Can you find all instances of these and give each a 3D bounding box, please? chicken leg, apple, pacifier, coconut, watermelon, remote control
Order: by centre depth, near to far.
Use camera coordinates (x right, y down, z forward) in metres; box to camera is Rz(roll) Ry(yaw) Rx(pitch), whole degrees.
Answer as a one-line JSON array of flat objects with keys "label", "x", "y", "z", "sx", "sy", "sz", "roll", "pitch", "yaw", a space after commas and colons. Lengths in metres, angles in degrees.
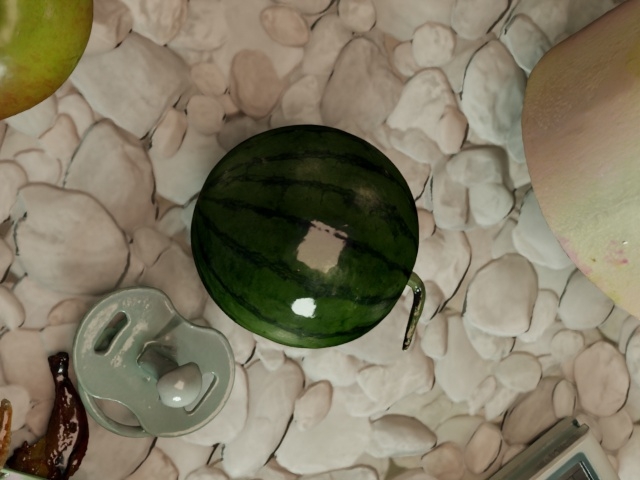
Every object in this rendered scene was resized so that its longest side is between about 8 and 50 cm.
[{"label": "apple", "x": -0.261, "y": -0.182, "z": 1.197, "sx": 0.196, "sy": 0.196, "sz": 0.196, "roll": -5, "pitch": 103, "yaw": -21}, {"label": "watermelon", "x": 0.000, "y": 0.000, "z": 1.328, "sx": 0.214, "sy": 0.188, "sz": 0.188, "roll": 18, "pitch": 94, "yaw": -13}, {"label": "pacifier", "x": -0.136, "y": 0.113, "z": 1.339, "sx": 0.127, "sy": 0.116, "sz": 0.150, "roll": -48, "pitch": 115, "yaw": -5}, {"label": "chicken leg", "x": -0.226, "y": 0.168, "z": 1.365, "sx": 0.062, "sy": 0.037, "sz": 0.145, "roll": 22, "pitch": 95, "yaw": -11}, {"label": "coconut", "x": 0.328, "y": -0.075, "z": 1.390, "sx": 0.297, "sy": 0.309, "sz": 0.297, "roll": 12, "pitch": 66, "yaw": -29}, {"label": "remote control", "x": 0.166, "y": 0.293, "z": 1.530, "sx": 0.277, "sy": 0.055, "sz": 0.103, "roll": -37, "pitch": 112, "yaw": -10}]

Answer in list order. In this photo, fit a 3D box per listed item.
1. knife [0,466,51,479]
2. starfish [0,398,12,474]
[{"label": "knife", "x": -0.211, "y": 0.221, "z": 1.360, "sx": 0.207, "sy": 0.014, "sz": 0.030, "roll": 26, "pitch": 97, "yaw": -41}, {"label": "starfish", "x": -0.313, "y": 0.278, "z": 1.244, "sx": 0.293, "sy": 0.084, "sz": 0.301, "roll": -16, "pitch": 83, "yaw": -4}]
